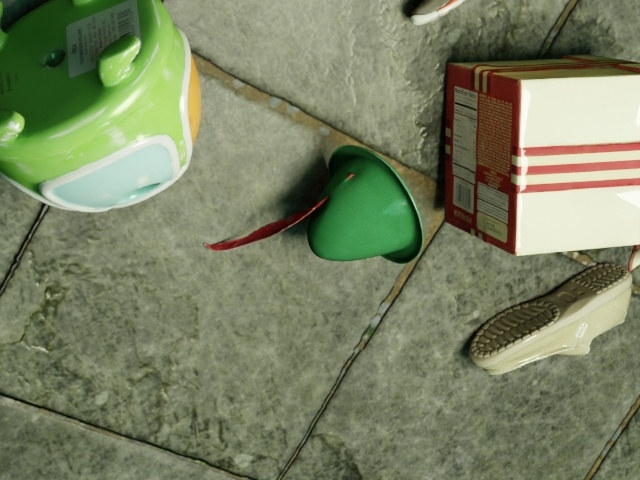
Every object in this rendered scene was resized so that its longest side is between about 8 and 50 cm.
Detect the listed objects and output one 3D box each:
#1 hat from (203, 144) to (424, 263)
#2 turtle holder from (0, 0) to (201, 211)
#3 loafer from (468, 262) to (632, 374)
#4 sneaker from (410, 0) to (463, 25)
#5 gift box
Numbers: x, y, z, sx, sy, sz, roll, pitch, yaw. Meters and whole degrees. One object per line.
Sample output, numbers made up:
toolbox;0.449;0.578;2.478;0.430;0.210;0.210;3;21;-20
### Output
hat;0.000;0.000;1.698;0.183;0.208;0.173;-33;87;-25
turtle holder;-0.278;-0.129;1.509;0.320;0.243;0.227;-43;139;-9
loafer;0.341;0.130;1.955;0.268;0.102;0.092;-26;114;-10
sneaker;0.169;-0.333;1.712;0.158;0.061;0.065;-38;94;-4
gift box;0.316;-0.101;1.758;0.258;0.255;0.276;-6;109;-18
